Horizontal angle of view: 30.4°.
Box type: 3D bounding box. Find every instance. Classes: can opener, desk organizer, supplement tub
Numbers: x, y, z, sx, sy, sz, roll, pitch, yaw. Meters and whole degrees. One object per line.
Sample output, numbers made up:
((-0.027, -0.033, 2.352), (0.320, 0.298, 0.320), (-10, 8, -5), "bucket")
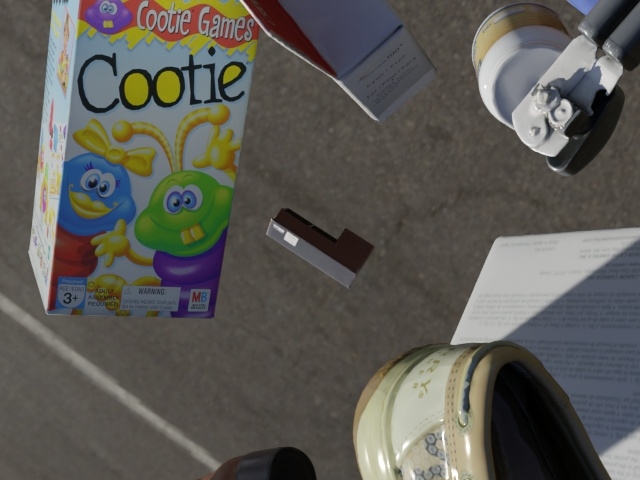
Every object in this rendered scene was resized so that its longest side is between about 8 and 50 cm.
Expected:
((0.289, -0.192, 1.122), (0.093, 0.280, 0.074), (17, -154, -46), "can opener")
((0.000, 0.000, 1.517), (0.130, 0.050, 0.047), (33, 152, 5), "desk organizer")
((0.286, -0.237, 1.617), (0.144, 0.200, 0.144), (1, 115, 3), "supplement tub")

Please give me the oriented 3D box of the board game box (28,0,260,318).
((-0.148, -0.091, 0.961), (0.142, 0.144, 0.275), (3, 110, -21), "board game box")

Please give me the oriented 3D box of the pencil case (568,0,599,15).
((0.467, -0.350, 1.752), (0.306, 0.133, 0.119), (39, 113, -7), "pencil case")

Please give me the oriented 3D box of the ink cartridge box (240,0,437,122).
((-0.054, -0.229, 0.788), (0.296, 0.066, 0.261), (53, -171, 14), "ink cartridge box")

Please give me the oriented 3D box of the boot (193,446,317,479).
((-0.127, 0.339, 1.103), (0.096, 0.264, 0.280), (20, 148, -39), "boot")

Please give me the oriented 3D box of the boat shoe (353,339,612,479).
((0.105, 0.175, 0.488), (0.285, 0.104, 0.089), (62, 155, -2), "boat shoe")

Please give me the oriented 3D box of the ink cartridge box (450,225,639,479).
((0.209, 0.168, 0.973), (0.091, 0.385, 0.308), (35, 159, -29), "ink cartridge box")
